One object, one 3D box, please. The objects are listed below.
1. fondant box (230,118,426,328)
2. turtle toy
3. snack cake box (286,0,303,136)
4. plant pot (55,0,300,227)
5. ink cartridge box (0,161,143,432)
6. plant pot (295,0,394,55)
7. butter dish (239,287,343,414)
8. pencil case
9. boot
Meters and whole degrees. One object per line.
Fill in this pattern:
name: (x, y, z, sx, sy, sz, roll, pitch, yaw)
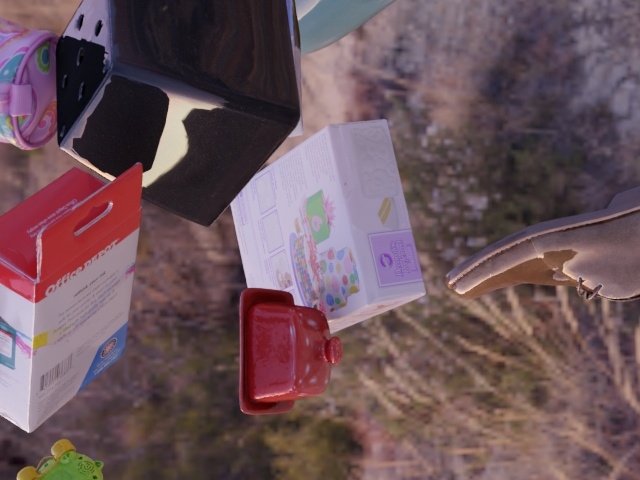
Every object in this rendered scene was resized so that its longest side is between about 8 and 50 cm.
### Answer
fondant box: (0.000, 0.000, 1.944, 0.330, 0.096, 0.238, -29, 71, 61)
turtle toy: (-0.297, 0.295, 1.625, 0.095, 0.130, 0.066, 48, 172, 26)
snack cake box: (-0.101, -0.213, 1.710, 0.264, 0.152, 0.089, -94, -4, -57)
plant pot: (-0.142, -0.150, 1.310, 0.187, 0.167, 0.188, -45, 41, 45)
ink cartridge box: (-0.225, 0.034, 1.210, 0.078, 0.134, 0.231, 29, 133, 19)
plant pot: (-0.040, -0.440, 2.350, 0.235, 0.293, 0.293, -39, 52, 29)
butter dish: (-0.028, 0.140, 1.813, 0.118, 0.160, 0.160, -2, 84, 23)
pencil case: (-0.384, -0.170, 1.375, 0.124, 0.284, 0.124, 15, -90, -76)
boot: (0.284, 0.026, 1.582, 0.305, 0.112, 0.115, -20, 85, 21)
